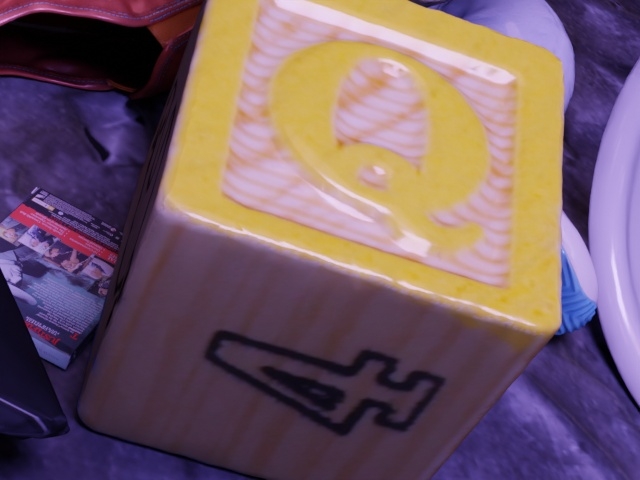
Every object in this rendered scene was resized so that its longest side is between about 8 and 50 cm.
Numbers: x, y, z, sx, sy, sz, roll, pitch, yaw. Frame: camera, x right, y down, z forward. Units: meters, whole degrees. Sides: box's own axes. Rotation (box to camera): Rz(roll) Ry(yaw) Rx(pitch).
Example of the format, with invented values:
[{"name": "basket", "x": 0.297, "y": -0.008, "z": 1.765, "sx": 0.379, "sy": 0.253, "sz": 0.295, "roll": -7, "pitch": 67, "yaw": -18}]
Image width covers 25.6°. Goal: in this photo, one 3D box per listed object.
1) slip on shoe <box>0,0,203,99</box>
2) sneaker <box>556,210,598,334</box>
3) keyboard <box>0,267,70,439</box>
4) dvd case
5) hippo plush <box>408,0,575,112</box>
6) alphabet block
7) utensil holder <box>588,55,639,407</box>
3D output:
[{"name": "slip on shoe", "x": -0.108, "y": -0.142, "z": 0.979, "sx": 0.331, "sy": 0.123, "sz": 0.101, "roll": 5, "pitch": 62, "yaw": -26}, {"name": "sneaker", "x": 0.131, "y": -0.029, "z": 0.983, "sx": 0.092, "sy": 0.087, "sz": 0.228, "roll": -2, "pitch": 44, "yaw": -36}, {"name": "keyboard", "x": -0.242, "y": -0.026, "z": 0.710, "sx": 0.201, "sy": 0.033, "sz": 0.317, "roll": 38, "pitch": 9, "yaw": -43}, {"name": "dvd case", "x": -0.155, "y": 0.019, "z": 0.809, "sx": 0.087, "sy": 0.013, "sz": 0.119, "roll": 27, "pitch": 34, "yaw": 4}, {"name": "hippo plush", "x": 0.034, "y": -0.135, "z": 0.858, "sx": 0.294, "sy": 0.236, "sz": 0.234, "roll": 0, "pitch": 36, "yaw": 22}, {"name": "alphabet block", "x": 0.000, "y": 0.000, "z": 0.732, "sx": 0.193, "sy": 0.197, "sz": 0.192, "roll": 16, "pitch": 49, "yaw": -11}, {"name": "utensil holder", "x": 0.430, "y": -0.004, "z": 0.927, "sx": 0.385, "sy": 0.327, "sz": 0.327, "roll": 2, "pitch": 41, "yaw": -33}]
